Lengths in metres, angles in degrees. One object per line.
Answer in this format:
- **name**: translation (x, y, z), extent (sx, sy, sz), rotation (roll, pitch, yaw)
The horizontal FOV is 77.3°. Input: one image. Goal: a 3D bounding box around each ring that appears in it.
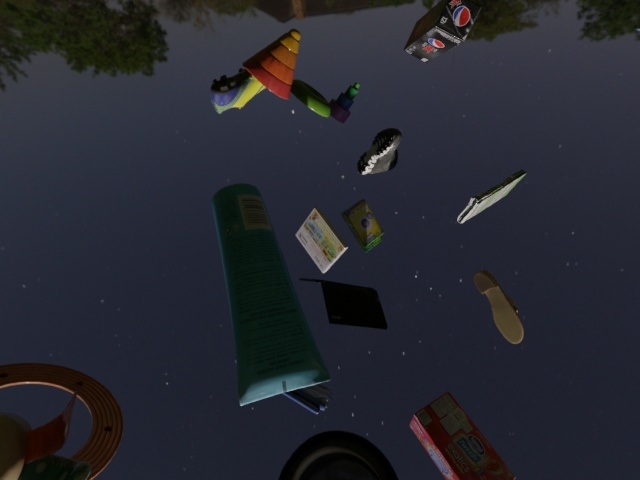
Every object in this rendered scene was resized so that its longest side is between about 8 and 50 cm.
- **ring**: translation (-0.550, 0.350, 0.747), extent (0.337, 0.032, 0.336), rotation (24, -166, -6)

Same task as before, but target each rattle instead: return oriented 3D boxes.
- **rattle**: translation (-0.241, 0.186, 0.304), extent (0.200, 0.142, 0.130), rotation (-34, -122, -13)

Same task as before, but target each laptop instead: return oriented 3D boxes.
- **laptop**: translation (0.074, 0.217, 1.403), extent (0.234, 0.136, 0.264), rotation (13, 172, -28)

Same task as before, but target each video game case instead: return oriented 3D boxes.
- **video game case**: translation (0.000, 0.000, 1.745), extent (0.026, 0.206, 0.227), rotation (-22, -111, -42)

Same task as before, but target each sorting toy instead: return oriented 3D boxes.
- **sorting toy**: translation (-0.012, -0.386, 0.947), extent (0.366, 0.126, 0.127), rotation (1, -136, -55)

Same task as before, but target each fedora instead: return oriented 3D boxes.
- **fedora**: translation (0.065, 0.611, 0.905), extent (0.334, 0.152, 0.333), rotation (4, -106, -15)

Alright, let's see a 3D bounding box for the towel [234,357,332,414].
- **towel**: translation (-0.070, 0.313, 0.903), extent (0.209, 0.285, 0.034), rotation (27, -103, 11)

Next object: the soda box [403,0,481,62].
- **soda box**: translation (0.199, -0.356, 0.678), extent (0.053, 0.060, 0.169), rotation (24, -169, -11)

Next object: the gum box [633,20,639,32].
- **gum box**: translation (0.688, -0.459, 0.741), extent (0.041, 0.157, 0.184), rotation (36, -144, 4)

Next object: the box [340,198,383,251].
- **box**: translation (0.165, -0.055, 1.518), extent (0.105, 0.179, 0.043), rotation (-36, -170, -25)

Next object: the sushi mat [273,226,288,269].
- **sushi mat**: translation (-0.188, 0.112, 1.438), extent (0.152, 0.316, 0.019), rotation (-19, 180, -25)

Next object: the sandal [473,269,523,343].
- **sandal**: translation (0.569, 0.190, 1.234), extent (0.079, 0.088, 0.240), rotation (-22, -101, -33)

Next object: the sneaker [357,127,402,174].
- **sneaker**: translation (0.205, -0.271, 1.237), extent (0.106, 0.234, 0.078), rotation (4, -109, -19)

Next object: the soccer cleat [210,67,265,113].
- **soccer cleat**: translation (-0.263, -0.530, 1.401), extent (0.093, 0.121, 0.289), rotation (37, -127, 22)

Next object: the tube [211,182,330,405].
- **tube**: translation (-0.059, 0.041, 0.384), extent (0.080, 0.052, 0.207), rotation (-12, -116, -14)

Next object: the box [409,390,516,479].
- **box**: translation (0.376, 0.571, 1.093), extent (0.128, 0.122, 0.257), rotation (-26, -126, -16)

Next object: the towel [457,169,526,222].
- **towel**: translation (0.395, -0.103, 0.933), extent (0.152, 0.113, 0.023), rotation (-30, -107, -14)
